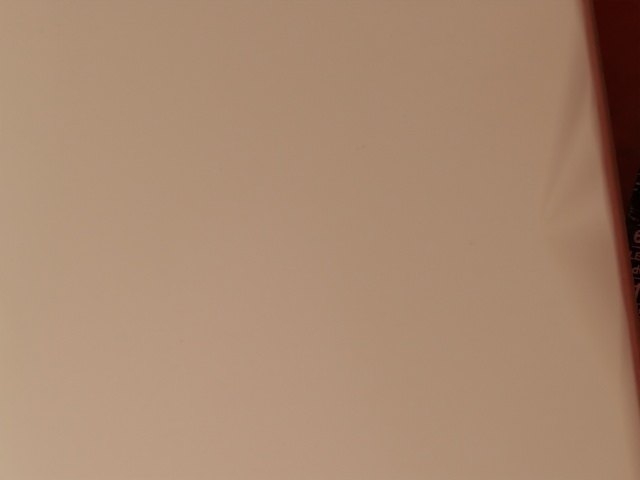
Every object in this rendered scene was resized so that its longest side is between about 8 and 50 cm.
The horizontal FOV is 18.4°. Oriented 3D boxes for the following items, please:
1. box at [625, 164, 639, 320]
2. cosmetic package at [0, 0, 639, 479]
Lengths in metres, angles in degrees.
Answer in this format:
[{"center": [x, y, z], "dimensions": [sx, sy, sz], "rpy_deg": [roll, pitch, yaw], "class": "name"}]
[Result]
[{"center": [0.206, 0.040, 0.647], "dimensions": [0.233, 0.044, 0.159], "rpy_deg": [11, 78, 29], "class": "box"}, {"center": [0.000, 0.000, 0.630], "dimensions": [0.197, 0.155, 0.365], "rpy_deg": [-9, 67, 6], "class": "cosmetic package"}]
